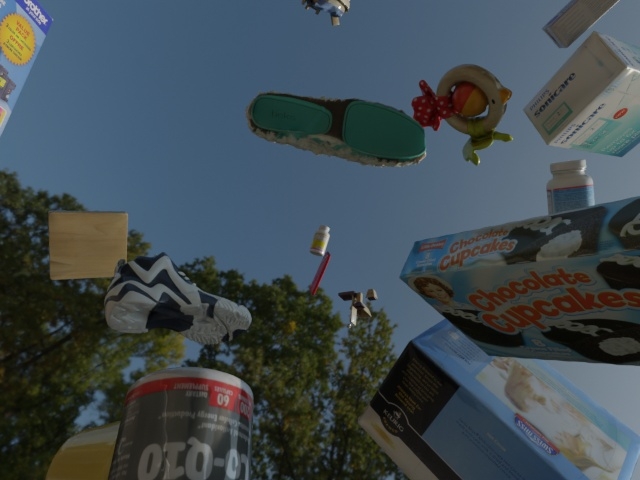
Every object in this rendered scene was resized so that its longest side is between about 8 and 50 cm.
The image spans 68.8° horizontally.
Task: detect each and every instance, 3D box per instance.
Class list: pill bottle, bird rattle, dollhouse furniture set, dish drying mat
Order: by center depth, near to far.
[{"bbox_3d":[-0.158,0.304,0.517,0.161,0.161,0.283,-41,-142,34],"label":"pill bottle"},{"bbox_3d":[-0.001,0.062,0.890,0.008,0.032,0.083,21,-79,-16],"label":"dish drying mat"},{"bbox_3d":[0.520,-0.084,0.971,0.087,0.087,0.160,-4,-85,33],"label":"pill bottle"},{"bbox_3d":[0.330,-0.308,1.064,0.253,0.143,0.207,49,-26,20],"label":"bird rattle"},{"bbox_3d":[0.101,0.175,1.076,0.091,0.114,0.081,-11,-125,25],"label":"dollhouse furniture set"},{"bbox_3d":[0.000,0.000,1.335,0.043,0.043,0.083,8,-109,30],"label":"pill bottle"}]

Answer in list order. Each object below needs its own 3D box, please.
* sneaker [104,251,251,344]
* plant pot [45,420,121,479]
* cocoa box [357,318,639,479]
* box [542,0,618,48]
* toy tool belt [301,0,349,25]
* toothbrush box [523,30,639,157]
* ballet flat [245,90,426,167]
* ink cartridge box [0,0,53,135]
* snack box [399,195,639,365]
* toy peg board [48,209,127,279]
[{"bbox_3d":[-0.233,0.083,0.776,0.094,0.234,0.153,-61,-144,30],"label":"sneaker"},{"bbox_3d":[-0.332,0.424,0.830,0.238,0.254,0.254,-6,-79,20],"label":"plant pot"},{"bbox_3d":[0.287,0.318,0.784,0.347,0.231,0.228,41,-55,28],"label":"cocoa box"},{"bbox_3d":[0.629,-0.555,0.985,0.067,0.063,0.324,41,-67,-10],"label":"box"},{"bbox_3d":[0.002,-0.329,0.639,0.052,0.083,0.051,46,-57,40],"label":"toy tool belt"},{"bbox_3d":[0.661,-0.321,1.070,0.216,0.295,0.126,-55,-138,46],"label":"toothbrush box"},{"bbox_3d":[0.036,-0.250,1.061,0.408,0.147,0.147,13,-67,2],"label":"ballet flat"},{"bbox_3d":[-0.743,-0.454,0.971,0.151,0.270,0.396,10,-104,7],"label":"ink cartridge box"},{"bbox_3d":[0.254,0.053,0.456,0.187,0.060,0.322,40,-28,-22],"label":"snack box"},{"bbox_3d":[-0.547,0.000,1.102,0.079,0.161,0.161,38,-57,55],"label":"toy peg board"}]
